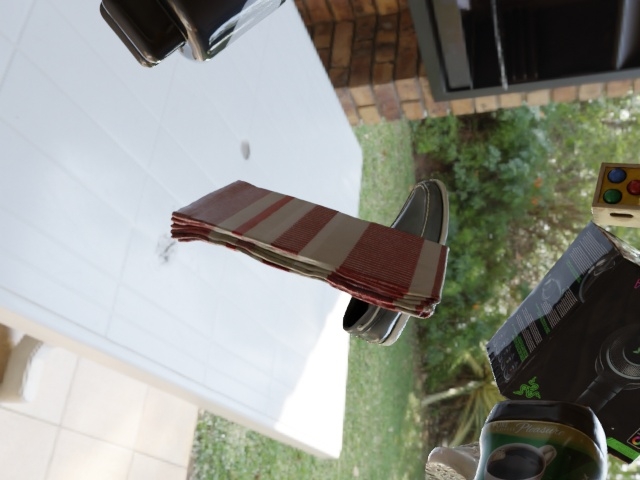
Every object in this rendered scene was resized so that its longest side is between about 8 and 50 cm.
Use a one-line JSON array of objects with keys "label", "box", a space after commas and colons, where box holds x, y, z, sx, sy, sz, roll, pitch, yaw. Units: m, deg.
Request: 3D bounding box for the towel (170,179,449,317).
[{"label": "towel", "box": [0.000, 0.000, 0.826, 0.237, 0.328, 0.037, -48, 155, -69]}]

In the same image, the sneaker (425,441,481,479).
[{"label": "sneaker", "box": [0.255, 0.370, 1.044, 0.235, 0.090, 0.095, 37, 64, -37]}]

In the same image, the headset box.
[{"label": "headset box", "box": [0.422, 0.161, 0.942, 0.283, 0.246, 0.131, -56, -170, 23]}]

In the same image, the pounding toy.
[{"label": "pounding toy", "box": [0.754, -0.141, 1.494, 0.094, 0.180, 0.206, 48, 57, -50]}]

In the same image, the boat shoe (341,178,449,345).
[{"label": "boat shoe", "box": [0.128, 0.038, 1.114, 0.320, 0.098, 0.116, -70, -156, 17]}]

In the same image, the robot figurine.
[{"label": "robot figurine", "box": [-0.136, -0.334, 0.795, 0.278, 0.209, 0.174, -42, 149, -12]}]

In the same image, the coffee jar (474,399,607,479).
[{"label": "coffee jar", "box": [0.156, 0.206, 0.478, 0.079, 0.096, 0.184, 58, 44, -24]}]
